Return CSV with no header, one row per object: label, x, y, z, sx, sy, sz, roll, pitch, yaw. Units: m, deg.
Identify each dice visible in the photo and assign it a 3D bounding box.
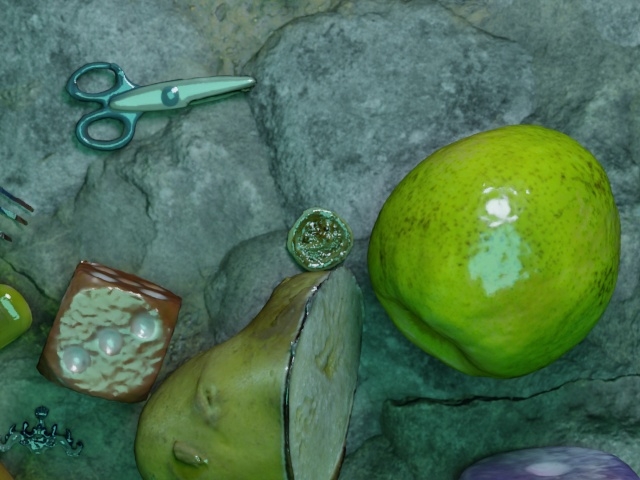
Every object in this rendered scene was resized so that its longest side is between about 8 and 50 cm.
dice,-0.314,0.141,1.774,0.179,0.175,0.174,21,92,-12
dice,0.363,0.485,1.842,0.270,0.270,0.271,-7,96,-6

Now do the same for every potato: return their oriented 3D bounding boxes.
potato,-0.122,0.221,1.784,0.296,0.290,0.397,1,75,20

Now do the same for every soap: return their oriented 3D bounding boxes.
soap,-0.512,0.129,1.810,0.140,0.045,0.089,-35,96,-2

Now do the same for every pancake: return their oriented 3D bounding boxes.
pancake,-0.001,0.001,1.878,0.108,0.017,0.108,0,92,-5

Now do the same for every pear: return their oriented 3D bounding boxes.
pear,0.267,0.007,1.742,0.391,0.391,0.391,-1,96,-7

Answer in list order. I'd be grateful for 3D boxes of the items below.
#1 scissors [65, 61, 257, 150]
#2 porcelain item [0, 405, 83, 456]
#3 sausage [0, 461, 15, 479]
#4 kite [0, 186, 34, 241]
scissors,-0.240,-0.221,1.813,0.289,0.041,0.138,-10,98,-2
porcelain item,-0.439,0.296,1.849,0.136,0.021,0.075,5,91,-8
sausage,-0.527,0.374,1.789,0.354,0.134,0.116,51,51,-9
kite,-0.553,-0.074,1.803,0.229,0.016,0.127,33,94,-6
